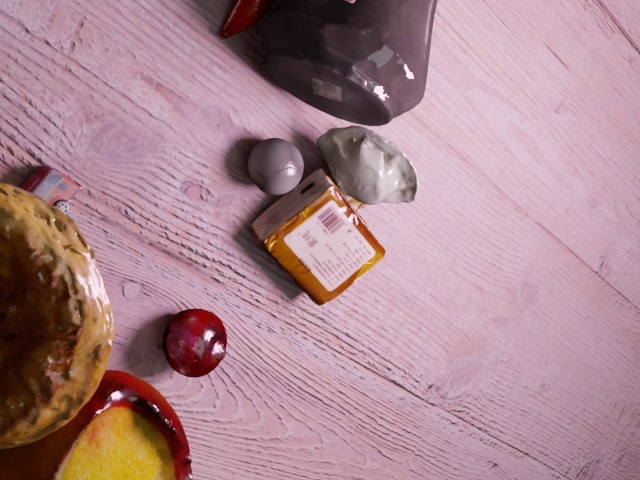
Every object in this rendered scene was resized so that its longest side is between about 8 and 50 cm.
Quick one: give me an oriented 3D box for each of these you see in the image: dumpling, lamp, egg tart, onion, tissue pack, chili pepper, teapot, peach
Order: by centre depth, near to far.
[{"bbox_3d":[-0.513,0.100,1.525,0.443,0.178,0.443,0,106,1],"label":"egg tart"},{"bbox_3d":[-0.394,0.401,1.706,0.335,0.310,0.405,-1,99,-41],"label":"peach"},{"bbox_3d":[-0.096,-0.524,1.752,0.137,0.092,0.368,-4,107,-26],"label":"chili pepper"},{"bbox_3d":[0.081,-0.422,1.777,0.376,0.306,0.361,76,37,-77],"label":"teapot"},{"bbox_3d":[-0.227,0.188,1.887,0.131,0.131,0.131,-15,115,-35],"label":"onion"},{"bbox_3d":[-0.083,-0.136,1.894,0.105,0.105,0.105,-15,115,-35],"label":"lamp"},{"bbox_3d":[0.088,-0.129,1.928,0.219,0.152,0.108,27,81,-7],"label":"dumpling"},{"bbox_3d":[0.000,0.000,1.995,0.183,0.092,0.226,-38,131,4],"label":"tissue pack"}]

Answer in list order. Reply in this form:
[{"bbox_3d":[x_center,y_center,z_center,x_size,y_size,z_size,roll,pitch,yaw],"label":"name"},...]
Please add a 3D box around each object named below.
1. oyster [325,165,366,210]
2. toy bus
[{"bbox_3d":[0.063,-0.124,2.036,0.163,0.081,0.191,-32,120,-21],"label":"oyster"},{"bbox_3d":[-0.468,-0.034,1.647,0.077,0.065,0.192,44,77,-33],"label":"toy bus"}]
